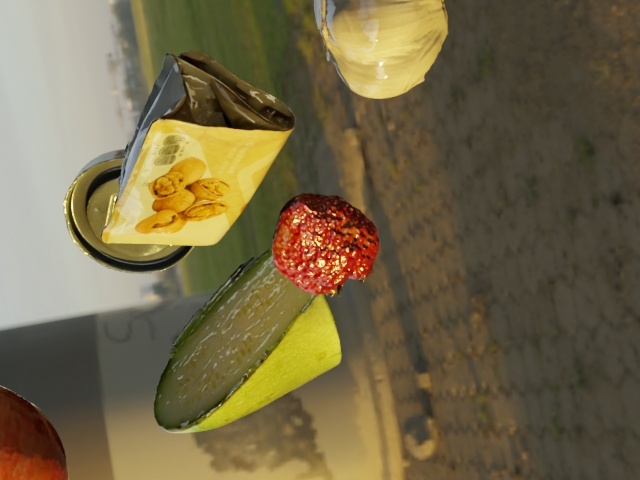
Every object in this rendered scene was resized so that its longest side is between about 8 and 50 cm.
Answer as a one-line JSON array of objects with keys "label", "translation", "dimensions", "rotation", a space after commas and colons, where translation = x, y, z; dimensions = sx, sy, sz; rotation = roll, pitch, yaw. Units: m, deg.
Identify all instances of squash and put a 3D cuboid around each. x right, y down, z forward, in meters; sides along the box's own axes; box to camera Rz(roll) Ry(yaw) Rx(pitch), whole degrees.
[{"label": "squash", "translation": [-0.147, 0.175, 1.752], "dimensions": [0.233, 0.308, 0.210], "rotation": [-130, 22, -54]}]

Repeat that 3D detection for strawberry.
[{"label": "strawberry", "translation": [-0.002, 0.000, 1.359], "dimensions": [0.148, 0.131, 0.131], "rotation": [40, -172, -22]}]

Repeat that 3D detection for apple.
[{"label": "apple", "translation": [-0.343, 0.223, 1.024], "dimensions": [0.209, 0.209, 0.164], "rotation": [95, 179, -62]}]

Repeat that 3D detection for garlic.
[{"label": "garlic", "translation": [0.083, -0.306, 1.422], "dimensions": [0.143, 0.178, 0.230], "rotation": [-92, -11, -85]}]

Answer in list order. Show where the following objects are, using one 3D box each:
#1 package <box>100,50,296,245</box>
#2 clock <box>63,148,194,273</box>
[{"label": "package", "translation": [-0.203, -0.141, 1.622], "dimensions": [0.311, 0.221, 0.165], "rotation": [-53, 44, 50]}, {"label": "clock", "translation": [-0.379, -0.059, 2.182], "dimensions": [0.055, 0.280, 0.281], "rotation": [-89, -5, -57]}]
